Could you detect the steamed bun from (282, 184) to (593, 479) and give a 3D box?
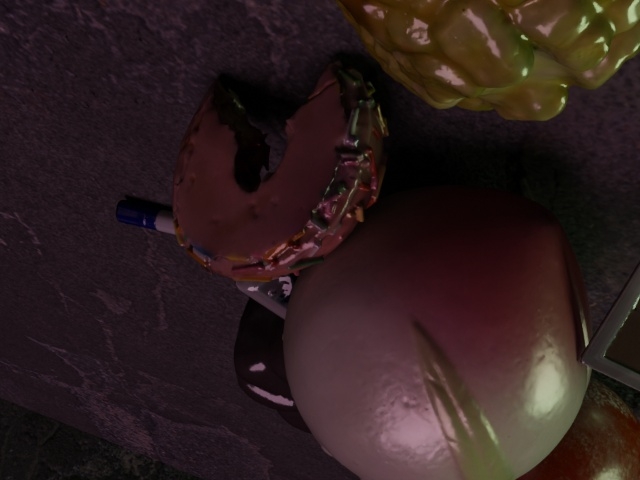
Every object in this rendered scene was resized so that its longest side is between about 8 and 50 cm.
[{"bbox_3d":[0.128,0.074,0.885,0.309,0.309,0.309,19,154,10],"label":"steamed bun"}]

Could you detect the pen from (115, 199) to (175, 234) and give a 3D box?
[{"bbox_3d":[-0.139,-0.012,1.207,0.269,0.033,0.033,12,152,20],"label":"pen"}]

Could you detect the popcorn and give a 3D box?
[{"bbox_3d":[0.087,-0.178,0.529,0.235,0.181,0.217,41,-179,44],"label":"popcorn"}]

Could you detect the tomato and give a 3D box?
[{"bbox_3d":[0.255,0.268,1.164,0.227,0.270,0.270,59,155,10],"label":"tomato"}]

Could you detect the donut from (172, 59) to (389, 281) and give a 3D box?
[{"bbox_3d":[-0.040,-0.055,0.870,0.233,0.199,0.085,2,165,40],"label":"donut"}]

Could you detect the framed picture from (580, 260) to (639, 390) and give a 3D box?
[{"bbox_3d":[0.386,0.070,0.796,0.274,0.217,0.017,27,-163,-4],"label":"framed picture"}]

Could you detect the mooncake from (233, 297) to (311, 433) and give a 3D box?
[{"bbox_3d":[0.028,0.168,1.277,0.306,0.154,0.306,16,152,9],"label":"mooncake"}]

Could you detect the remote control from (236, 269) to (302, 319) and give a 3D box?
[{"bbox_3d":[0.056,0.097,1.078,0.313,0.109,0.055,36,-167,-27],"label":"remote control"}]
